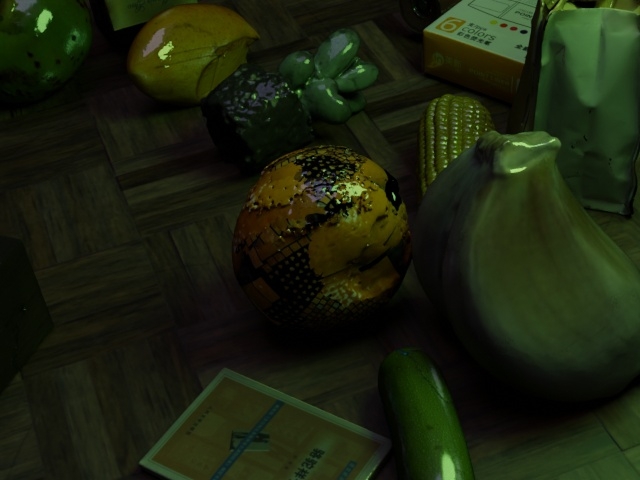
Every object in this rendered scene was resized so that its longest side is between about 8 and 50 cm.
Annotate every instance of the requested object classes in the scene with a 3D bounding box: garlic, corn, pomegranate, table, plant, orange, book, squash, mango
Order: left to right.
[{"bbox_3d":[-0.463,0.094,1.366,0.169,0.172,0.193,12,44,21],"label":"table"},{"bbox_3d":[-0.480,-0.358,1.816,0.231,0.286,0.231,3,60,-5],"label":"pomegranate"},{"bbox_3d":[-0.217,-0.302,1.823,0.126,0.154,0.252,16,32,35],"label":"mango"},{"bbox_3d":[-0.061,0.240,1.261,0.242,0.018,0.170,19,46,27],"label":"book"},{"bbox_3d":[-0.038,-0.216,1.689,0.274,0.146,0.149,-30,58,-23],"label":"plant"},{"bbox_3d":[0.000,0.000,1.369,0.234,0.234,0.182,-27,44,-22],"label":"orange"},{"bbox_3d":[0.117,0.235,1.194,0.087,0.087,0.331,-7,42,-1],"label":"squash"},{"bbox_3d":[0.188,-0.091,1.543,0.119,0.119,0.322,-2,45,6],"label":"corn"},{"bbox_3d":[0.251,0.048,1.312,0.246,0.340,0.231,-53,14,-5],"label":"garlic"}]

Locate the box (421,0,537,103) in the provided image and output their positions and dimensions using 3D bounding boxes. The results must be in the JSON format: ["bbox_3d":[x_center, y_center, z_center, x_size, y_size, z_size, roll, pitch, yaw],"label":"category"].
[{"bbox_3d":[0.327,-0.309,1.792,0.274,0.091,0.221,24,48,30],"label":"box"}]

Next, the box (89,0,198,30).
[{"bbox_3d":[-0.310,-0.417,1.955,0.159,0.071,0.240,-17,16,-15],"label":"box"}]

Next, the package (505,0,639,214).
[{"bbox_3d":[0.326,-0.204,1.498,0.165,0.311,0.221,-5,42,-2],"label":"package"}]

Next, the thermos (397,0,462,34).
[{"bbox_3d":[0.244,-0.436,1.932,0.232,0.124,0.099,-30,48,-35],"label":"thermos"}]
